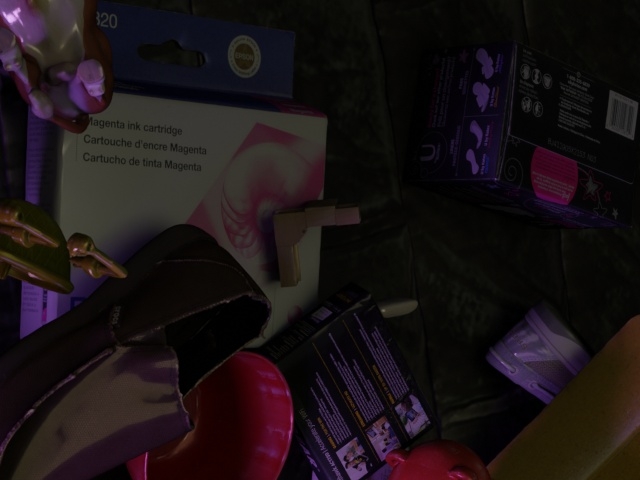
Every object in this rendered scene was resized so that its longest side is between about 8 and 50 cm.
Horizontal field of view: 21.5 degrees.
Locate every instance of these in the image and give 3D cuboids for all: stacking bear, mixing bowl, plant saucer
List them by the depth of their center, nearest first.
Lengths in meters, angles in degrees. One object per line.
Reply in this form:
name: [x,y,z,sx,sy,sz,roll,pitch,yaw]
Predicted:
mixing bowl: [-0.124,0.178,1.604,0.181,0.098,0.181,-18,116,-41]
stacking bear: [0.151,0.317,1.760,0.164,0.175,0.289,-52,138,-23]
plant saucer: [0.366,0.294,1.972,0.333,0.081,0.333,-47,126,6]

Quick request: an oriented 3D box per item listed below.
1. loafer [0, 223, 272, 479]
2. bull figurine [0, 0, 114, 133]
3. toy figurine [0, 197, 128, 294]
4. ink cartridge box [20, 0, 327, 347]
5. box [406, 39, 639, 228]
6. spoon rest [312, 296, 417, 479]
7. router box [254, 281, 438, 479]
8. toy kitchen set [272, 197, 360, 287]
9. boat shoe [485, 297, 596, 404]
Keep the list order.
loafer: [-0.173,0.123,1.434,0.366,0.130,0.134,-48,146,-31]
bull figurine: [-0.252,-0.237,1.415,0.101,0.188,0.310,-24,97,-1]
toy figurine: [-0.311,-0.116,1.379,0.362,0.191,0.217,25,65,-33]
ink cartridge box: [-0.132,-0.059,1.625,0.324,0.071,0.330,2,91,-42]
box: [0.235,-0.115,1.911,0.247,0.142,0.163,16,79,-43]
spoon rest: [0.049,0.188,1.802,0.137,0.084,0.276,-8,110,-41]
router box: [0.025,0.151,1.695,0.133,0.046,0.179,-36,119,-15]
toy kitchen set: [0.000,0.000,1.665,0.068,0.083,0.075,-72,156,-80]
boat shoe: [0.315,0.200,2.024,0.103,0.118,0.320,-38,126,6]
